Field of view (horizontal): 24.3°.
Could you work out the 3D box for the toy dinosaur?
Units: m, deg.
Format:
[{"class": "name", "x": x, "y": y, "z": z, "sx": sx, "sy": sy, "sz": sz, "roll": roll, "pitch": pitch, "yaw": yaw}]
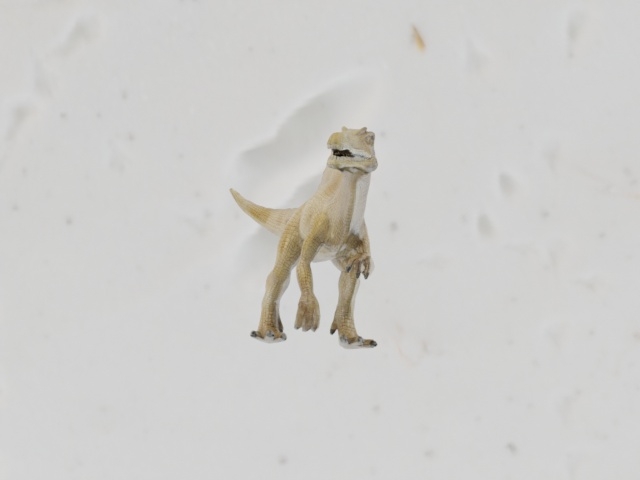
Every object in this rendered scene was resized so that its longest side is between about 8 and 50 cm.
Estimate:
[{"class": "toy dinosaur", "x": 0.000, "y": 0.000, "z": 0.656, "sx": 0.053, "sy": 0.183, "sz": 0.093, "roll": 8, "pitch": 79, "yaw": -15}]
